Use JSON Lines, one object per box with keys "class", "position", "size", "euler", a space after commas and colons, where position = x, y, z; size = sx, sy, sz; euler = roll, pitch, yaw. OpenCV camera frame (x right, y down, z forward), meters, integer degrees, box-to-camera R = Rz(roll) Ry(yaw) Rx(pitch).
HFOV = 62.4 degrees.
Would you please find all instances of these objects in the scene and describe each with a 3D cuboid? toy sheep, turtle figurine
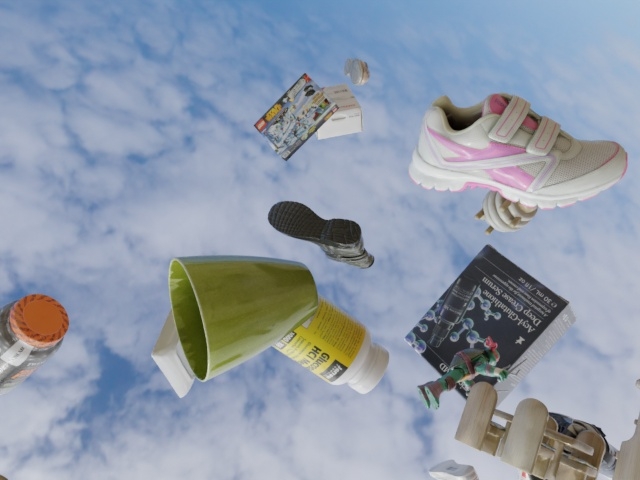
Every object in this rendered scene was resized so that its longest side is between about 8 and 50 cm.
{"class": "toy sheep", "position": [0.311, -0.054, 0.886], "size": [0.091, 0.132, 0.091], "euler": [4, -99, -26]}
{"class": "turtle figurine", "position": [0.342, 0.309, 1.208], "size": [0.234, 0.175, 0.118], "euler": [-22, -121, -9]}

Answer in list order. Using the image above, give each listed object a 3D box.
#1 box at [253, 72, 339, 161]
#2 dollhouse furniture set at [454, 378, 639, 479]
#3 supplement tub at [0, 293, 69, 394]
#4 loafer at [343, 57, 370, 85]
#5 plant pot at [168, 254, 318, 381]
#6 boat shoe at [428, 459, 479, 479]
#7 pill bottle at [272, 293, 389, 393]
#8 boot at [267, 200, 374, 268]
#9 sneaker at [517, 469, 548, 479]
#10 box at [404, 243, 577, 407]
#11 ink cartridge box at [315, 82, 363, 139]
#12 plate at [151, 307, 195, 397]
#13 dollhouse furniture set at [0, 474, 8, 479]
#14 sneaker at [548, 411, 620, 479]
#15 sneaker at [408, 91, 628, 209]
{"class": "box", "position": [-0.045, -0.223, 0.955], "size": [0.094, 0.137, 0.027], "euler": [51, -170, 25]}
{"class": "dollhouse furniture set", "position": [0.356, 0.261, 0.739], "size": [0.212, 0.242, 0.161], "euler": [31, -105, -36]}
{"class": "supplement tub", "position": [-0.526, 0.178, 0.910], "size": [0.117, 0.190, 0.117], "euler": [40, -151, -27]}
{"class": "loafer", "position": [0.075, -0.315, 0.982], "size": [0.039, 0.045, 0.125], "euler": [6, -155, -14]}
{"class": "plant pot", "position": [-0.164, 0.143, 1.210], "size": [0.293, 0.275, 0.275], "euler": [-13, -120, -28]}
{"class": "boat shoe", "position": [0.301, 0.530, 1.171], "size": [0.066, 0.184, 0.063], "euler": [-18, -102, -23]}
{"class": "pill bottle", "position": [0.016, 0.273, 1.451], "size": [0.333, 0.188, 0.188], "euler": [35, -137, -9]}
{"class": "boot", "position": [0.000, 0.000, 1.238], "size": [0.246, 0.161, 0.084], "euler": [18, -111, 23]}
{"class": "sneaker", "position": [0.420, 0.483, 1.003], "size": [0.090, 0.270, 0.145], "euler": [-4, -174, 13]}
{"class": "box", "position": [0.509, 0.268, 1.596], "size": [0.293, 0.396, 0.212], "euler": [43, -174, 37]}
{"class": "ink cartridge box", "position": [0.025, -0.271, 1.105], "size": [0.099, 0.056, 0.135], "euler": [-11, -142, -4]}
{"class": "plate", "position": [-0.384, 0.282, 1.554], "size": [0.045, 0.278, 0.278], "euler": [5, -130, 10]}
{"class": "dollhouse furniture set", "position": [-0.627, 0.629, 0.998], "size": [0.259, 0.135, 0.262], "euler": [24, -140, 8]}
{"class": "sneaker", "position": [0.519, 0.411, 1.122], "size": [0.163, 0.226, 0.086], "euler": [34, -99, -33]}
{"class": "sneaker", "position": [0.227, -0.114, 0.628], "size": [0.252, 0.111, 0.103], "euler": [8, -139, 21]}
